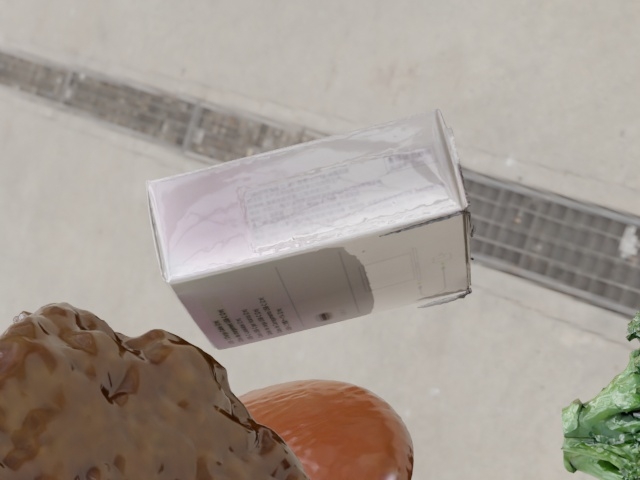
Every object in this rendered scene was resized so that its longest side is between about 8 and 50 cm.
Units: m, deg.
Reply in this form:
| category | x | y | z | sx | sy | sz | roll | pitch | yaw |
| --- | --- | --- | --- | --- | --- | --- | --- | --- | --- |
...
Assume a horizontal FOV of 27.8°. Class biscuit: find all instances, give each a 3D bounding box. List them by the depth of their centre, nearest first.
| category | x | y | z | sx | sy | sz | roll | pitch | yaw |
| --- | --- | --- | --- | --- | --- | --- | --- | --- | --- |
| biscuit | -0.121 | 0.246 | 0.769 | 0.166 | 0.395 | 0.342 | -37 | 5 | 43 |

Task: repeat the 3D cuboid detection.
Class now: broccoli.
| category | x | y | z | sx | sy | sz | roll | pitch | yaw |
| --- | --- | --- | --- | --- | --- | --- | --- | --- | --- |
| broccoli | 0.443 | 0.224 | 1.655 | 0.275 | 0.308 | 0.307 | -7 | 64 | 13 |

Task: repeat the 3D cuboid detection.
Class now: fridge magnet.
| category | x | y | z | sx | sy | sz | roll | pitch | yaw |
| --- | --- | --- | --- | --- | --- | --- | --- | --- | --- |
| fridge magnet | -0.068 | 0.282 | 1.320 | 0.364 | 0.155 | 0.363 | -23 | 25 | 11 |

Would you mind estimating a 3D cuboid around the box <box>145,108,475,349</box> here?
| category | x | y | z | sx | sy | sz | roll | pitch | yaw |
| --- | --- | --- | --- | --- | --- | --- | --- | --- | --- |
| box | 0.000 | 0.000 | 1.103 | 0.203 | 0.252 | 0.106 | 69 | -173 | -70 |
